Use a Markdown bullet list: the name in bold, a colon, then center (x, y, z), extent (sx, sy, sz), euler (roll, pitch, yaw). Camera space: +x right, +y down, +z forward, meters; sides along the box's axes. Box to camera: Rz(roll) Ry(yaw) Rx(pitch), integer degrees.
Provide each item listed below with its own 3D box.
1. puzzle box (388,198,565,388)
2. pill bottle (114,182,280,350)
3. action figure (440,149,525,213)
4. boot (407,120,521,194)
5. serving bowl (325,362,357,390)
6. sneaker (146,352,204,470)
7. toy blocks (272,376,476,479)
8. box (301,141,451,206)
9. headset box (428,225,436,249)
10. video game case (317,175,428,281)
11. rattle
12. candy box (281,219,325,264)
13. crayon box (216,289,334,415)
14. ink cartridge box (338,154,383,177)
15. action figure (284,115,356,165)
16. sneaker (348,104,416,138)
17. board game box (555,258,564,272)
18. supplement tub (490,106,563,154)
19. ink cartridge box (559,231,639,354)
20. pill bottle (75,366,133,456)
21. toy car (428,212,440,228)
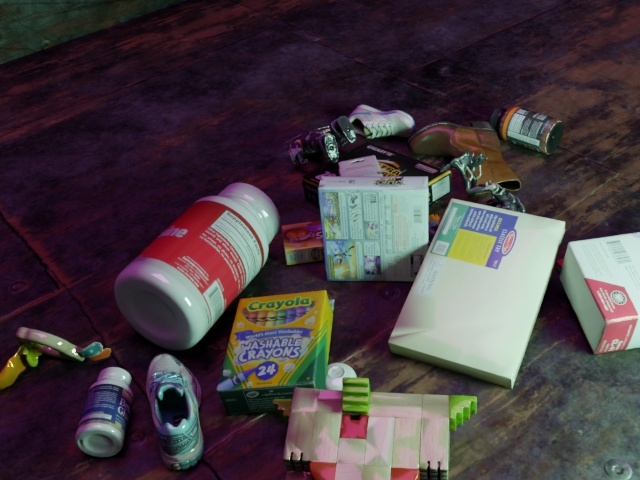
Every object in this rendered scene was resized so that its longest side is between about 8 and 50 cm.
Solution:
- **puzzle box**: center (0.348, 0.100, 1.754), extent (0.272, 0.052, 0.409), euler (14, 59, 25)
- **pill bottle**: center (-0.266, 0.043, 1.860), extent (0.229, 0.229, 0.408), euler (14, 42, 24)
- **action figure**: center (0.419, -0.088, 2.012), extent (0.276, 0.141, 0.164), euler (55, 30, 9)
- **boot**: center (0.393, -0.214, 2.245), extent (0.264, 0.096, 0.280), euler (-2, 45, -7)
- **serving bowl**: center (0.034, 0.283, 1.673), extent (0.083, 0.027, 0.083), euler (-4, 37, 3)
- **sneaker**: center (-0.291, 0.311, 1.605), extent (0.110, 0.122, 0.283), euler (-15, 39, -12)
- **toy blocks**: center (0.082, 0.404, 1.420), extent (0.381, 0.191, 0.261), euler (1, 50, 10)
- **box**: center (0.145, -0.147, 2.146), extent (0.257, 0.079, 0.322), euler (-32, 38, -27)
- **headset box**: center (0.259, -0.001, 2.005), extent (0.062, 0.032, 0.083), euler (-7, 37, -2)
- **video game case**: center (0.127, -0.024, 1.859), extent (0.244, 0.270, 0.061), euler (0, 37, 7)
- **rattle**: center (-0.576, 0.271, 1.743), extent (0.199, 0.130, 0.143), euler (22, 50, -7)
- **candy box**: center (0.000, 0.000, 2.023), extent (0.186, 0.053, 0.109), euler (-8, 38, -1)
- **crayon box**: center (-0.087, 0.215, 1.714), extent (0.203, 0.083, 0.323), euler (-7, 36, 12)
- **ink cartridge box**: center (0.106, -0.141, 2.020), extent (0.104, 0.060, 0.180), euler (-11, 33, 2)
- **action figure**: center (0.002, -0.279, 2.297), extent (0.185, 0.099, 0.285), euler (-34, 13, -14)
- **sneaker**: center (0.183, -0.344, 2.424), extent (0.228, 0.087, 0.092), euler (15, 49, 35)
- **board game box**: center (0.709, 0.060, 1.870), extent (0.281, 0.027, 0.145), euler (-16, 40, -13)
- **supplement tub**: center (0.590, -0.324, 2.316), extent (0.198, 0.106, 0.106), euler (27, 49, 36)
- **ink cartridge box**: center (0.698, 0.101, 1.712), extent (0.306, 0.131, 0.226), euler (-7, 47, -4)
- **pill bottle**: center (-0.427, 0.339, 1.610), extent (0.094, 0.094, 0.169), euler (-4, 38, 2)
- **toy car**: center (0.251, -0.036, 2.064), extent (0.122, 0.060, 0.041), euler (-19, 81, 10)
